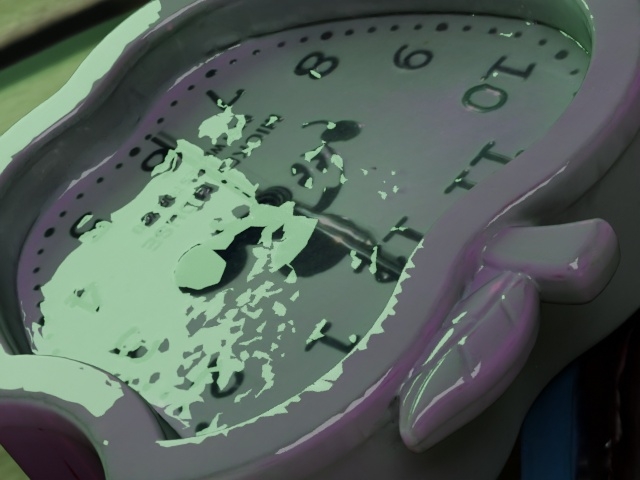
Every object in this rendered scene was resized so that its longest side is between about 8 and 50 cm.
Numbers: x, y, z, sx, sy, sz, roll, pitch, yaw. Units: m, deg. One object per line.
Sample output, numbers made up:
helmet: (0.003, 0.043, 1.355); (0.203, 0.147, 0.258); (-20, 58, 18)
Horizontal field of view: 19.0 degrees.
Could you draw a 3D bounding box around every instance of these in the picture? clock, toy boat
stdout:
clock: (0.000, 0.000, 0.835); (0.338, 0.102, 0.339); (-16, 40, 14)
toy boat: (0.112, 0.119, 0.802); (0.097, 0.100, 0.223); (-30, 39, 35)
